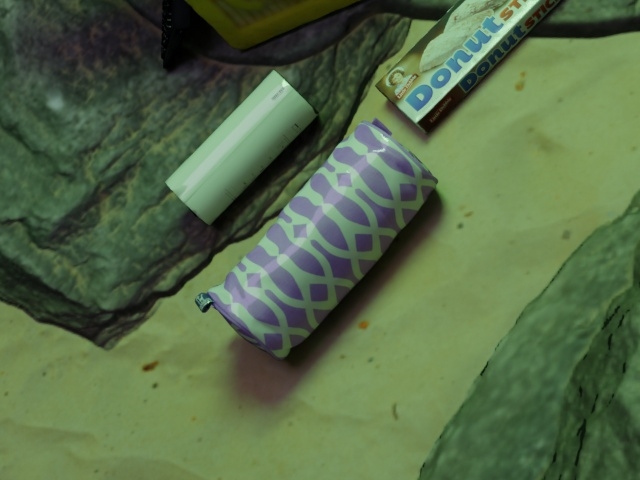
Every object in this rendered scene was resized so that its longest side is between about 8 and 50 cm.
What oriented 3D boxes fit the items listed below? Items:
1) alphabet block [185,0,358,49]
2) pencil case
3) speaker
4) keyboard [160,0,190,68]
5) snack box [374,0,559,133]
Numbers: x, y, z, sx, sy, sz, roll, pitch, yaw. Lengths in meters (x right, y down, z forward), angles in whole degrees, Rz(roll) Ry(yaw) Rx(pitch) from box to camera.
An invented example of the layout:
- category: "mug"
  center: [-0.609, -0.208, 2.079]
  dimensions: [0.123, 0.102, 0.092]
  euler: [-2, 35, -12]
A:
- category: "alphabet block"
  center: [-0.046, -0.318, 1.502]
  dimensions: [0.192, 0.193, 0.197]
  euler: [-22, 53, 23]
- category: "pencil case"
  center: [0.000, 0.000, 1.356]
  dimensions: [0.206, 0.086, 0.088]
  euler: [-46, 25, -1]
- category: "speaker"
  center: [-0.067, -0.077, 1.461]
  dimensions: [0.136, 0.055, 0.055]
  euler: [-46, 48, 2]
- category: "keyboard"
  center: [-0.143, -0.261, 1.601]
  dimensions: [0.100, 0.038, 0.192]
  euler: [122, 151, -52]
- category: "snack box"
  center: [0.128, -0.169, 1.409]
  dimensions: [0.178, 0.022, 0.064]
  euler: [-45, 49, 2]
